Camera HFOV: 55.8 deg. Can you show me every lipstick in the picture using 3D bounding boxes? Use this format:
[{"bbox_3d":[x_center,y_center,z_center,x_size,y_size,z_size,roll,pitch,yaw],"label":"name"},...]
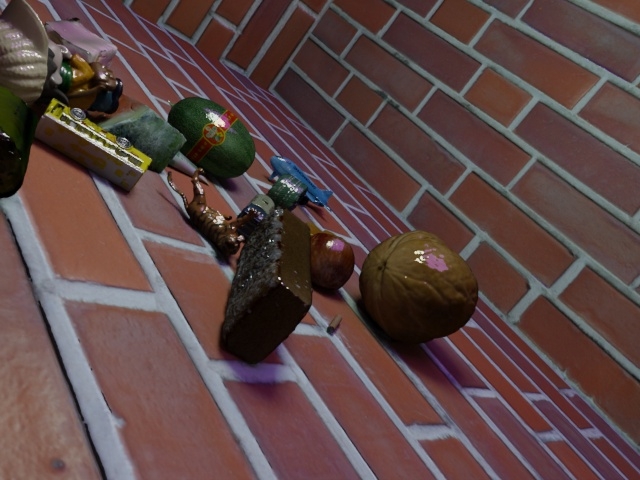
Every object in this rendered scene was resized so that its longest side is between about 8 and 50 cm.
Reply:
[{"bbox_3d":[0.033,0.191,1.387,0.019,0.019,0.094,39,15,5],"label":"lipstick"}]

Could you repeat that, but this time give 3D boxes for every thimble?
[{"bbox_3d":[-0.103,-0.142,1.853,0.090,0.118,0.135,39,15,2],"label":"thimble"}]

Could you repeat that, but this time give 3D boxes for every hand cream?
[{"bbox_3d":[-0.366,-0.205,1.602,0.174,0.047,0.076,34,13,-48],"label":"hand cream"}]

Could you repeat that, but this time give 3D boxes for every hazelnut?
[{"bbox_3d":[0.019,0.056,1.549,0.154,0.143,0.143,47,7,-37],"label":"hazelnut"}]

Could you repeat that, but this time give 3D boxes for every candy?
[{"bbox_3d":[-0.675,-0.523,1.670,0.155,0.116,0.265,34,15,-15],"label":"candy"}]

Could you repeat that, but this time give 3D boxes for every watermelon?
[{"bbox_3d":[-0.480,-0.294,1.496,0.193,0.139,0.257,34,6,-46],"label":"watermelon"}]

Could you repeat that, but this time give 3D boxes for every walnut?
[{"bbox_3d":[0.260,0.127,1.602,0.333,0.333,0.333,35,16,-11],"label":"walnut"}]

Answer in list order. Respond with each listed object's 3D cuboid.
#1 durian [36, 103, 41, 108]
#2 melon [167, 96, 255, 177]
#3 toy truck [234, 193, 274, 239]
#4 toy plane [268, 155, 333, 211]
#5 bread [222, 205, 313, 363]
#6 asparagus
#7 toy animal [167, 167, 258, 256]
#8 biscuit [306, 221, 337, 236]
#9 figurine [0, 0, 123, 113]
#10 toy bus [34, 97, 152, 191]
[{"bbox_3d":[-0.657,-0.372,1.406,0.100,0.086,0.215,-23,52,-34],"label":"durian"},{"bbox_3d":[-0.314,-0.295,1.700,0.288,0.182,0.182,36,15,-13],"label":"melon"},{"bbox_3d":[-0.165,-0.063,1.545,0.074,0.088,0.201,38,16,-6],"label":"toy truck"},{"bbox_3d":[-0.072,-0.197,2.109,0.271,0.105,0.254,31,16,-20],"label":"toy plane"},{"bbox_3d":[-0.098,0.068,1.177,0.113,0.165,0.416,36,15,-14],"label":"bread"},{"bbox_3d":[-0.539,-0.189,1.015,0.108,0.128,0.382,-12,32,-13],"label":"asparagus"},{"bbox_3d":[-0.258,-0.061,1.359,0.255,0.114,0.116,37,58,14],"label":"toy animal"},{"bbox_3d":[-0.001,0.001,1.827,0.158,0.035,0.240,47,18,23],"label":"biscuit"},{"bbox_3d":[-0.572,-0.332,1.256,0.185,0.204,0.332,12,-14,25],"label":"figurine"},{"bbox_3d":[-0.468,-0.193,1.248,0.226,0.081,0.074,34,38,-23],"label":"toy bus"}]
